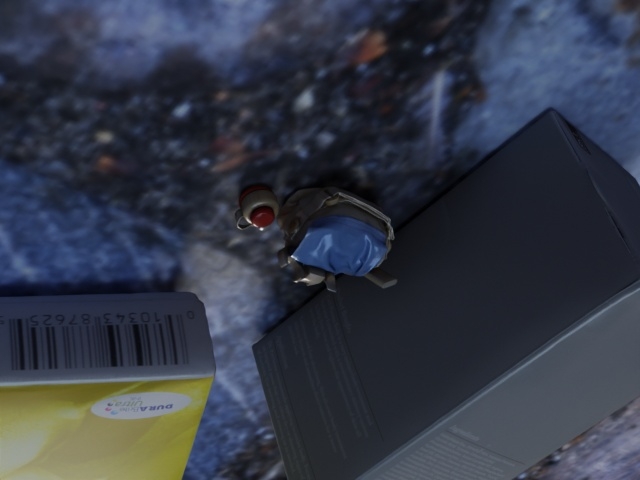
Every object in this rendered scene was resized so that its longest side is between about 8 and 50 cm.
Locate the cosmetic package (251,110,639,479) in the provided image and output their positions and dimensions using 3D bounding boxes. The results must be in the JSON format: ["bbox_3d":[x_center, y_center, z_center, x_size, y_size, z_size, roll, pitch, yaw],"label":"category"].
[{"bbox_3d":[0.085,0.056,0.663,0.238,0.127,0.107,-36,138,22],"label":"cosmetic package"}]

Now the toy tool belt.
[{"bbox_3d":[0.000,0.000,0.620,0.083,0.051,0.052,11,132,-31],"label":"toy tool belt"}]

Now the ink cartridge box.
[{"bbox_3d":[-0.237,0.150,0.689,0.303,0.072,0.307,-2,136,-20],"label":"ink cartridge box"}]
